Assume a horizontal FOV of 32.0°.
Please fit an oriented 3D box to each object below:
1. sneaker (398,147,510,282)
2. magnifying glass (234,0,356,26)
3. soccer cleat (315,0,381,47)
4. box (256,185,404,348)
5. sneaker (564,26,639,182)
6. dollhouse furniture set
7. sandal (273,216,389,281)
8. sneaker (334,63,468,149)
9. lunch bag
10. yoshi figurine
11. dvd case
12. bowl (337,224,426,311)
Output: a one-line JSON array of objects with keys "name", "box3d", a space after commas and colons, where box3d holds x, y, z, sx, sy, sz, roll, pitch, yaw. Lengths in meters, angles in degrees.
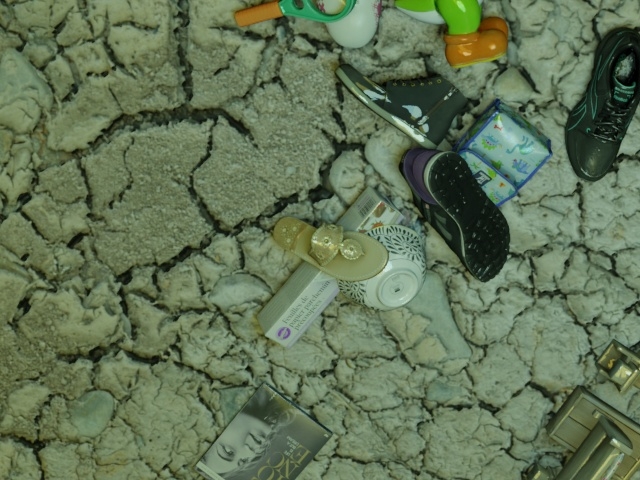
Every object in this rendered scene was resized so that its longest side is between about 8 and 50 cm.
[{"name": "sneaker", "box3d": [0.232, -0.053, 1.942, 0.107, 0.124, 0.283, -41, 123, -17]}, {"name": "magnifying glass", "box3d": [-0.044, -0.393, 1.856, 0.231, 0.026, 0.092, -7, 121, 34]}, {"name": "soccer cleat", "box3d": [0.039, -0.479, 1.823, 0.116, 0.143, 0.331, -2, 103, 4]}, {"name": "box", "box3d": [0.015, 0.048, 1.976, 0.063, 0.067, 0.324, 33, 103, -33]}, {"name": "sneaker", "box3d": [0.481, -0.225, 1.877, 0.101, 0.106, 0.267, 10, 104, 0]}, {"name": "dollhouse furniture set", "box3d": [0.516, 0.375, 1.882, 0.174, 0.355, 0.303, 33, 102, -5]}, {"name": "sandal", "box3d": [-0.002, 0.006, 1.901, 0.240, 0.079, 0.088, 19, 86, 38]}, {"name": "sneaker", "box3d": [0.137, -0.260, 1.908, 0.222, 0.083, 0.118, 35, 96, -12]}, {"name": "lunch bag", "box3d": [0.302, -0.143, 1.915, 0.129, 0.096, 0.151, 38, 116, -8]}, {"name": "yoshi figurine", "box3d": [0.232, -0.477, 1.783, 0.203, 0.204, 0.362, -32, 110, -31]}, {"name": "dvd case", "box3d": [-0.108, 0.395, 2.093, 0.165, 0.018, 0.221, 38, 102, -6]}, {"name": "bowl", "box3d": [0.122, 0.064, 1.938, 0.170, 0.080, 0.170, -11, 124, -17]}]
